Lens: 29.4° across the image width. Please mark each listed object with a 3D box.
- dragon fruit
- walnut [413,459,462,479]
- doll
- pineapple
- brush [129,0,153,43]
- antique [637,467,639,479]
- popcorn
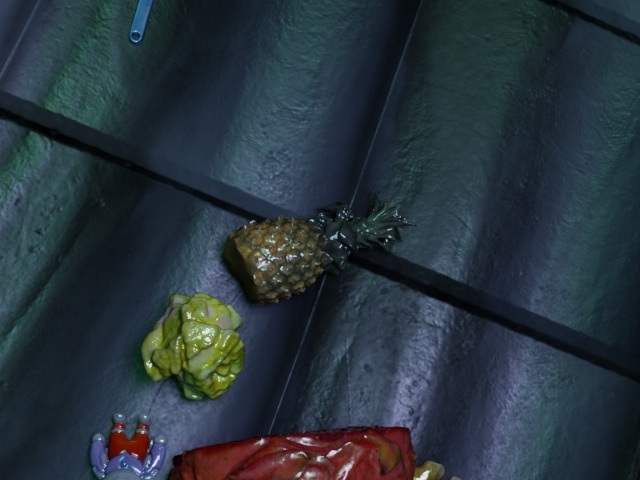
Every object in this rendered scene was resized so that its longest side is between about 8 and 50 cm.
[{"bbox_3d":[-0.026,0.331,1.451,0.317,0.152,0.205,-8,77,-2],"label":"dragon fruit"},{"bbox_3d":[0.113,0.362,1.556,0.143,0.069,0.170,37,75,2],"label":"walnut"},{"bbox_3d":[-0.240,0.323,1.482,0.102,0.075,0.227,3,63,4],"label":"doll"},{"bbox_3d":[0.000,0.000,1.612,0.251,0.125,0.125,-19,81,-23],"label":"pineapple"},{"bbox_3d":[-0.238,-0.347,1.691,0.051,0.014,0.164,15,74,-8],"label":"brush"},{"bbox_3d":[0.456,0.401,1.620,0.080,0.081,0.221,22,71,-6],"label":"antique"},{"bbox_3d":[-0.153,0.131,1.515,0.126,0.145,0.125,20,78,0],"label":"popcorn"}]
